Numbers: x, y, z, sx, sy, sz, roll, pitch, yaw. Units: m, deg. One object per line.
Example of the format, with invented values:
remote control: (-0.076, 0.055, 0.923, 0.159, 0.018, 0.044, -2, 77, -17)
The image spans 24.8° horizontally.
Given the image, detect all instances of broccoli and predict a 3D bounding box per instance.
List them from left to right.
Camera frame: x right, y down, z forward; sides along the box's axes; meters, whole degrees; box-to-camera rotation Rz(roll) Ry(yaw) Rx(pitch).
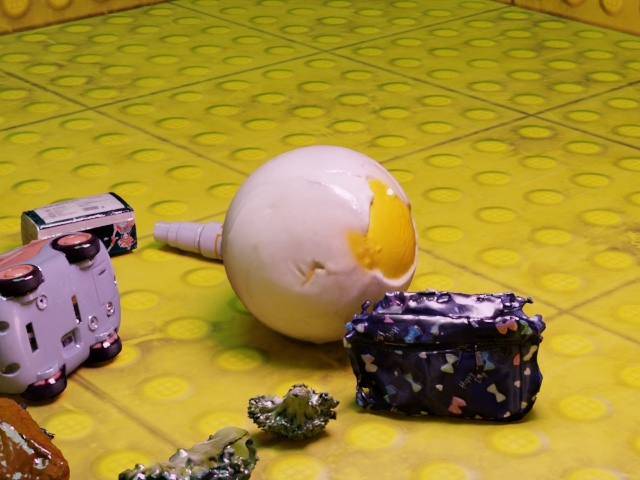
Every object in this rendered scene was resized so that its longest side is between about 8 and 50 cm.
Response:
broccoli: (-0.130, 0.284, 1.663, 0.165, 0.145, 0.304, -8, 12, 9)
broccoli: (-0.036, 0.212, 1.848, 0.097, 0.092, 0.095, 32, 49, 22)

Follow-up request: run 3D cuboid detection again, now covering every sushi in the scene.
sushi: (-0.391, 0.263, 1.691, 0.149, 0.140, 0.287, 30, 1, -39)

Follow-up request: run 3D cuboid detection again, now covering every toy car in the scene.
toy car: (-0.418, 0.099, 2.029, 0.212, 0.181, 0.270, 2, 22, 31)

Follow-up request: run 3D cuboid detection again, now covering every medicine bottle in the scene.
medicine bottle: (-0.164, 0.001, 2.392, 0.220, 0.061, 0.092, 9, 1, 22)

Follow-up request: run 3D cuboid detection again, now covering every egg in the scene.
egg: (0.000, 0.000, 2.107, 0.283, 0.283, 0.345, 1, 13, 3)

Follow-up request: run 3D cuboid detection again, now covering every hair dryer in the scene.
hair dryer: (-0.378, 0.239, 1.885, 0.083, 0.031, 0.079, 19, 18, 9)

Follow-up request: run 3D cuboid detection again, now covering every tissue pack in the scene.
tissue pack: (-0.398, -0.017, 2.388, 0.170, 0.090, 0.103, -11, 26, -28)

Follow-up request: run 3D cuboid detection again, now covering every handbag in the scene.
handbag: (0.165, 0.146, 1.908, 0.260, 0.162, 0.113, 1, 24, 11)
